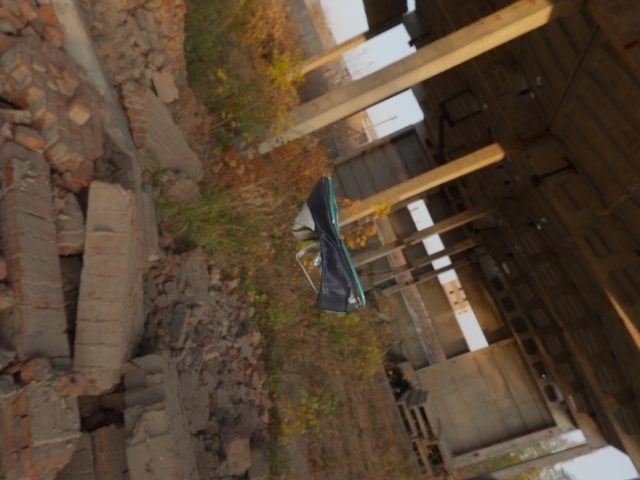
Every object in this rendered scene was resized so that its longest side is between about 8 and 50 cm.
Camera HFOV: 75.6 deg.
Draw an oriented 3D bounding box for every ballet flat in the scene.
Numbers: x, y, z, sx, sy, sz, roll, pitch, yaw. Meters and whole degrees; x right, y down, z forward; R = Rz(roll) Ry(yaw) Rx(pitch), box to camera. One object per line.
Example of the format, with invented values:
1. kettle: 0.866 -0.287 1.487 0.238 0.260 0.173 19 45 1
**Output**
1. ballet flat: 0.000 0.000 0.518 0.074 0.074 0.203 54 19 -55
